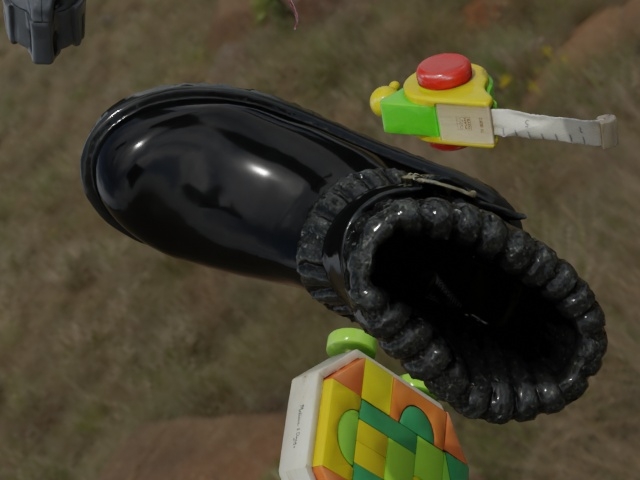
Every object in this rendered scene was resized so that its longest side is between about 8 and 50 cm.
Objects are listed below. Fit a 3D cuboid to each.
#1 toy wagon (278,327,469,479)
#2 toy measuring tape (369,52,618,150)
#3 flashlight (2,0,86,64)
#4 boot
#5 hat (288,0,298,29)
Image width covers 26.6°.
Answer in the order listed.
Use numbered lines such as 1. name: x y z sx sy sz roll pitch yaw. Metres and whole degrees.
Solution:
1. toy wagon: 0.088 0.265 1.491 0.068 0.344 0.267 -20 48 38
2. toy measuring tape: 0.215 -0.166 1.657 0.330 0.121 0.121 7 50 29
3. flashlight: -0.245 -0.302 1.184 0.103 0.103 0.304 -38 -22 -29
4. boot: 0.002 -0.004 0.891 0.260 0.348 0.131 -96 18 -74
5. hat: -0.094 -0.420 1.743 0.173 0.208 0.184 -50 41 37
